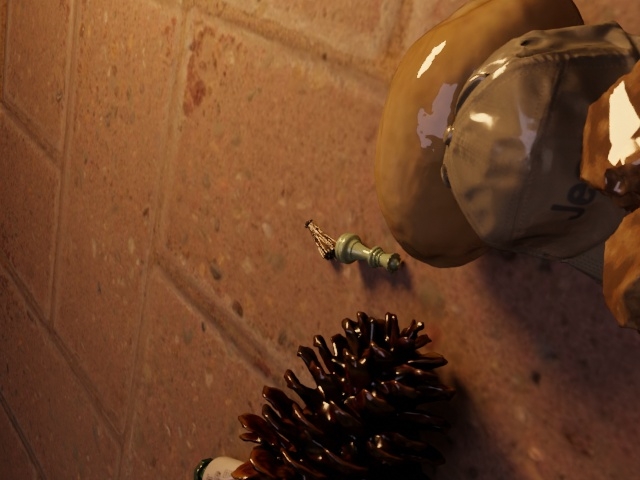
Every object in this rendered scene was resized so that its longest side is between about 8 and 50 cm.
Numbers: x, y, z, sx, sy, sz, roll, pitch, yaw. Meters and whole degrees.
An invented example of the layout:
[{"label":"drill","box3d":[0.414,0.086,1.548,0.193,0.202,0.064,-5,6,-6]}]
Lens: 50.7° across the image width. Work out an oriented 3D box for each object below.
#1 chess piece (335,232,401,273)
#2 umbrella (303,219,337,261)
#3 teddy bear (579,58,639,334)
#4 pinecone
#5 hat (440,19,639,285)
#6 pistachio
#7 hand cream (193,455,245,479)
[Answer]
[{"label":"chess piece","box3d":[0.065,0.019,0.874,0.093,0.042,0.042,17,108,41]},{"label":"umbrella","box3d":[0.002,0.000,0.959,0.083,0.020,0.031,56,132,35]},{"label":"teddy bear","box3d":[0.305,-0.061,0.332,0.296,0.222,0.246,124,164,-44]},{"label":"pinecone","box3d":[0.038,0.212,0.797,0.246,0.246,0.292,36,102,41]},{"label":"hat","box3d":[0.209,-0.048,0.504,0.244,0.149,0.214,-131,41,-61]},{"label":"pistachio","box3d":[0.150,-0.112,0.667,0.181,0.162,0.293,21,112,6]},{"label":"hand cream","box3d":[-0.083,0.421,1.089,0.336,0.076,0.121,4,103,42]}]
